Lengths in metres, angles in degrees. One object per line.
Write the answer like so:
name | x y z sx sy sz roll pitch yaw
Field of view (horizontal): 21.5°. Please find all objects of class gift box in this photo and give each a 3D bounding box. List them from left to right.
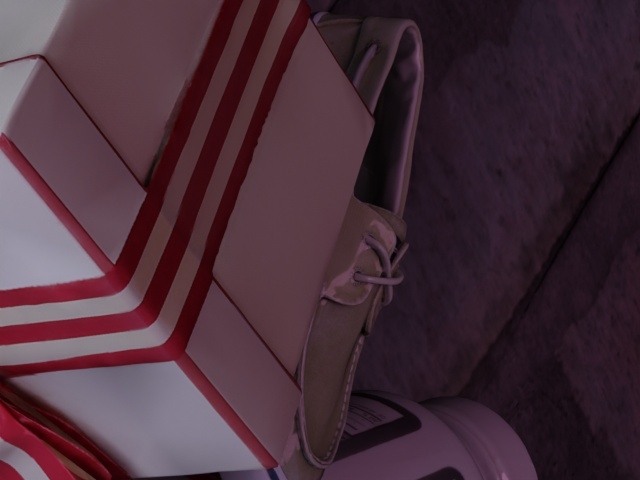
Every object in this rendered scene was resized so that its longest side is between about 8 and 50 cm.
gift box | -0.151 -0.014 0.813 0.255 0.276 0.258 50 41 -34

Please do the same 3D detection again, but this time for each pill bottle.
pill bottle | -0.002 0.192 1.049 0.318 0.176 0.176 -12 102 -48

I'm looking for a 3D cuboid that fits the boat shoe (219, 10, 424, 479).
boat shoe | 0.000 0.000 0.937 0.109 0.094 0.302 40 49 -57
